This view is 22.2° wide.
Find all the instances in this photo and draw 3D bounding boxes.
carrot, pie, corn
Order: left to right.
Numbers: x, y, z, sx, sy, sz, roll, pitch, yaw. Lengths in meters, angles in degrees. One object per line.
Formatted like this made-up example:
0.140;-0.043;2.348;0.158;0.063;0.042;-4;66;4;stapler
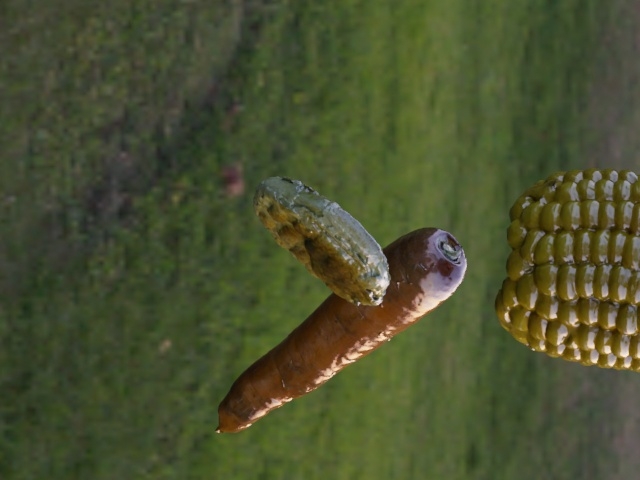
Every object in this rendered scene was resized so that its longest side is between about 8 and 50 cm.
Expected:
0.000;0.000;0.797;0.020;0.084;0.084;-47;143;-17;pie
0.009;0.069;1.172;0.059;0.248;0.059;36;32;-26;carrot
0.282;0.033;0.994;0.131;0.344;0.131;10;90;-74;corn
